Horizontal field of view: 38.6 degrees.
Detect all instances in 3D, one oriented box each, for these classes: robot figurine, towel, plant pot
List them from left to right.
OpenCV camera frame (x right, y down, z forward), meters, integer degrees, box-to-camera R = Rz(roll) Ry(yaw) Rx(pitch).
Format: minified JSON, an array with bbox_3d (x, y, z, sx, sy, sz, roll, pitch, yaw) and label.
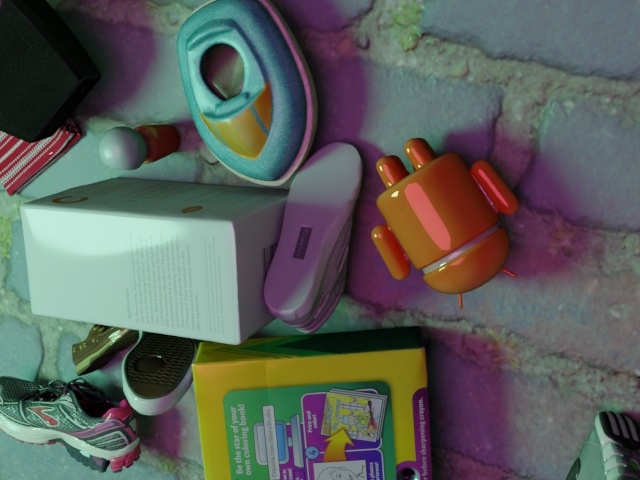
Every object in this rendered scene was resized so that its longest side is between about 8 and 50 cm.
[{"bbox_3d":[-0.521,-0.234,1.489,0.199,0.031,0.275,-33,88,29],"label":"towel"},{"bbox_3d":[-0.436,-0.248,1.346,0.167,0.188,0.187,40,97,-8],"label":"plant pot"},{"bbox_3d":[0.155,-0.024,1.168,0.219,0.158,0.128,58,157,2],"label":"robot figurine"}]

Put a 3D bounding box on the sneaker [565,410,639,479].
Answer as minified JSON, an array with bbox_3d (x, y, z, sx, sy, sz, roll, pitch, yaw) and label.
[{"bbox_3d":[0.359,0.331,1.125,0.086,0.229,0.132,22,123,-6],"label":"sneaker"}]

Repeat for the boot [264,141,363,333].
[{"bbox_3d":[0.000,0.000,1.265,0.095,0.123,0.258,17,76,21],"label":"boot"}]

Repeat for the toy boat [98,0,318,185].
[{"bbox_3d":[-0.158,-0.177,1.263,0.318,0.148,0.268,-23,92,28],"label":"toy boat"}]

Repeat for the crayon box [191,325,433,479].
[{"bbox_3d":[-0.003,0.315,1.283,0.313,0.106,0.363,-4,103,2],"label":"crayon box"}]

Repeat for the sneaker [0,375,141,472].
[{"bbox_3d":[-0.426,0.277,1.525,0.299,0.121,0.112,14,116,19],"label":"sneaker"}]

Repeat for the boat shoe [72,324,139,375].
[{"bbox_3d":[-0.353,0.160,1.492,0.178,0.064,0.060,-36,76,34],"label":"boat shoe"}]

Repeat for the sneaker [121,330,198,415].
[{"bbox_3d":[-0.225,0.197,1.340,0.105,0.290,0.123,-4,110,-3],"label":"sneaker"}]

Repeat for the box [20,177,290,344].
[{"bbox_3d":[-0.216,0.017,1.304,0.345,0.215,0.168,6,106,25],"label":"box"}]
